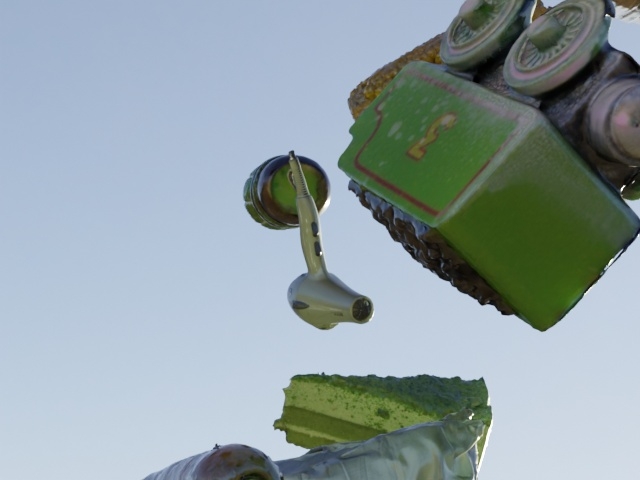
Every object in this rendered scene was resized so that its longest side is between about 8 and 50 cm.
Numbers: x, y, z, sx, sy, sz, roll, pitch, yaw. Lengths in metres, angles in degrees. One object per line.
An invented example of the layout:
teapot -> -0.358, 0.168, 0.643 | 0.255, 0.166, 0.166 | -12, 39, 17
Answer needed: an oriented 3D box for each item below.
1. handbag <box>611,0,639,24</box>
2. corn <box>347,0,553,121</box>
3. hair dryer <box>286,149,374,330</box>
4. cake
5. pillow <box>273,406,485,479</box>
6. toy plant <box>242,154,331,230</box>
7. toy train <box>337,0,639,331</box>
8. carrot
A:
handbag -> 0.392, -0.403, 2.197 | 0.149, 0.302, 0.283 | 13, -6, -5
corn -> 0.154, -0.184, 1.951 | 0.261, 0.097, 0.097 | -24, -24, 4
hair dryer -> 0.010, 0.013, 2.036 | 0.067, 0.199, 0.167 | -13, 24, -25
cake -> 0.074, 0.207, 2.032 | 0.235, 0.100, 0.099 | 5, 27, -15
pillow -> 0.050, 0.320, 1.727 | 0.310, 0.283, 0.138 | -17, 12, 7
toy plant -> -0.044, -0.058, 2.219 | 0.093, 0.093, 0.162 | 15, -5, -12
toy train -> 0.160, -0.077, 1.495 | 0.173, 0.249, 0.307 | 43, -2, -25
carrot -> -0.117, 0.219, 1.584 | 0.078, 0.078, 0.298 | 19, -17, -23
